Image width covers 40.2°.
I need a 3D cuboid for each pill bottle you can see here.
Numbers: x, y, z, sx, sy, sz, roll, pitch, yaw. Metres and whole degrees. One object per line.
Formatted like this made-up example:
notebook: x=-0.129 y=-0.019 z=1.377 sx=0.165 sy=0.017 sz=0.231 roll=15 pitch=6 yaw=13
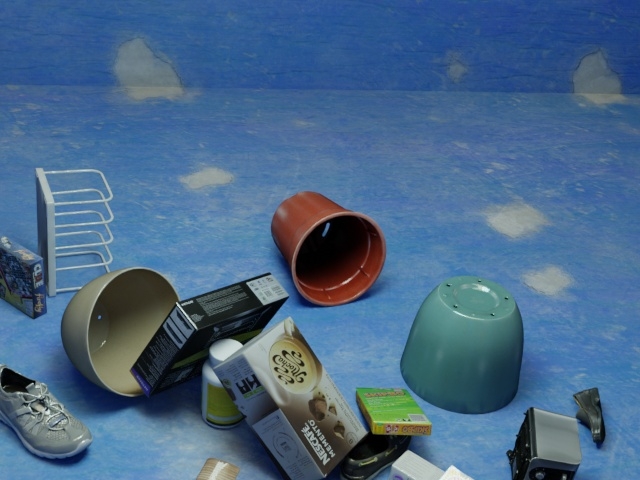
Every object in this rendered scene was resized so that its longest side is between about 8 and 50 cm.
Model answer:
pill bottle: x=-0.206 y=0.308 z=1.892 sx=0.103 sy=0.184 sz=0.103 roll=5 pitch=32 yaw=-3

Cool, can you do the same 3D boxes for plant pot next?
plant pot: x=-0.474 y=0.200 z=1.978 sx=0.191 sy=0.284 sz=0.284 roll=0 pitch=22 yaw=37
plant pot: x=0.000 y=0.000 z=2.395 sx=0.272 sy=0.272 sz=0.265 roll=-7 pitch=26 yaw=-22
plant pot: x=0.352 y=0.227 z=2.089 sx=0.293 sy=0.235 sz=0.293 roll=5 pitch=30 yaw=-3

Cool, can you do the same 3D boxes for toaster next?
toaster: x=0.458 y=0.453 z=1.804 sx=0.110 sy=0.168 sz=0.185 roll=12 pitch=32 yaw=3

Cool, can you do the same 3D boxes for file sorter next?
file sorter: x=-0.641 y=-0.029 z=2.282 sx=0.173 sy=0.277 sz=0.193 roll=-7 pitch=33 yaw=-24

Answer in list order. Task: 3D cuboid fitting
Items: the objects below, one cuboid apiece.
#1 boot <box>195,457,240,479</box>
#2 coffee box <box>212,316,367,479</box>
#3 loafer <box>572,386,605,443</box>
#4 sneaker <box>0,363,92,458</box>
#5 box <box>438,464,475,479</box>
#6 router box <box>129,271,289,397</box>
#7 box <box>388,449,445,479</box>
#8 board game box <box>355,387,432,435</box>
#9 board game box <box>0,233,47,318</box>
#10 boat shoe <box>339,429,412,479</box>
boot: x=-0.127 y=0.537 z=1.571 sx=0.283 sy=0.109 sz=0.220 roll=22 pitch=55 yaw=1
coffee box: x=-0.061 y=0.332 z=1.790 sx=0.168 sy=0.119 sz=0.297 roll=-33 pitch=91 yaw=-49
loafer: x=0.623 y=0.409 z=2.022 sx=0.061 sy=0.062 sz=0.170 roll=-10 pitch=24 yaw=16
sneaker: x=-0.591 y=0.353 z=1.809 sx=0.281 sy=0.115 sz=0.105 roll=22 pitch=34 yaw=24
box: x=0.229 y=0.538 z=1.613 sx=0.114 sy=0.103 sz=0.203 roll=30 pitch=60 yaw=34
router box: x=-0.242 y=0.205 z=1.941 sx=0.081 sy=0.243 sz=0.309 roll=49 pitch=33 yaw=18
box: x=0.286 y=0.532 z=1.734 sx=0.324 sy=0.063 sz=0.067 roll=25 pitch=35 yaw=28
board game box: x=0.154 y=0.372 z=1.924 sx=0.124 sy=0.039 sz=0.259 roll=3 pitch=9 yaw=-7
board game box: x=-0.785 y=0.074 z=2.190 sx=0.243 sy=0.165 sz=0.042 roll=26 pitch=36 yaw=28
boat shoe: x=0.127 y=0.436 z=1.856 sx=0.081 sy=0.068 sz=0.228 roll=25 pitch=36 yaw=29
